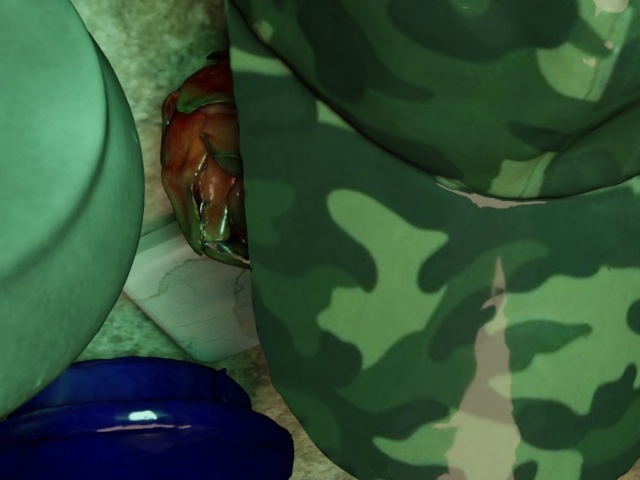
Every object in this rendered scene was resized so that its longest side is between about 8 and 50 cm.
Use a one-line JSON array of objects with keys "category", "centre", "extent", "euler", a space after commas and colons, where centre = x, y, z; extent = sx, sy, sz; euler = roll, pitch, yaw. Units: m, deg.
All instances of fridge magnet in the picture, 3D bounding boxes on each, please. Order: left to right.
[{"category": "fridge magnet", "centre": [-0.153, 0.175, 0.894], "extent": [0.265, 0.113, 0.265], "euler": [-5, 150, -3]}]

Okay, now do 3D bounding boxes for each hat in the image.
[{"category": "hat", "centre": [0.106, -0.055, 0.504], "extent": [0.366, 0.382, 0.257], "euler": [-5, 175, -9]}]

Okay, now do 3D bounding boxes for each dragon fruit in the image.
[{"category": "dragon fruit", "centre": [-0.037, -0.047, 0.660], "extent": [0.130, 0.142, 0.121], "euler": [28, 142, -22]}]

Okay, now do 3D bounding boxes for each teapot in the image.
[{"category": "teapot", "centre": [-0.302, 0.003, 0.570], "extent": [0.376, 0.306, 0.362], "euler": [30, 138, -4]}]

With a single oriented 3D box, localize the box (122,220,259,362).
[{"category": "box", "centre": [0.000, 0.000, 0.801], "extent": [0.285, 0.044, 0.142], "euler": [-24, 135, 13]}]
